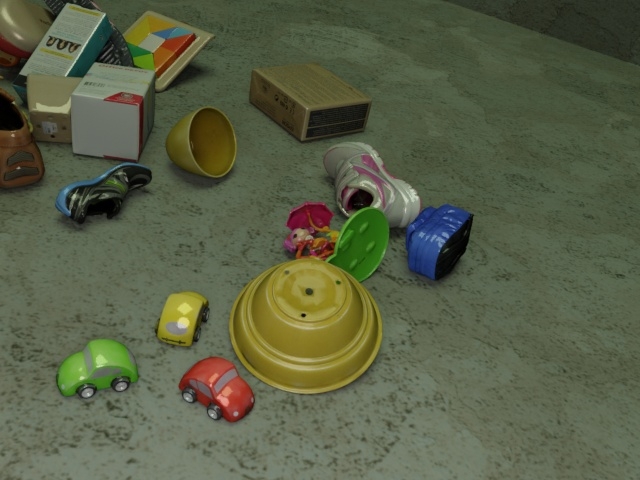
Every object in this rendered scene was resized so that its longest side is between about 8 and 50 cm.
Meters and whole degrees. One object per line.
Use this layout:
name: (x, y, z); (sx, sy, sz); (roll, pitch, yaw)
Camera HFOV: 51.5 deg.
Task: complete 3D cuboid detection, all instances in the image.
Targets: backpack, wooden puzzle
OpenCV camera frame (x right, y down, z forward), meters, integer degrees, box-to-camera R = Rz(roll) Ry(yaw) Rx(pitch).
backpack: (0.194, 0.007, 1.140); (0.101, 0.098, 0.120); (19, 47, 28)
wooden puzzle: (-0.414, -0.481, 1.647); (0.221, 0.044, 0.238); (26, 61, 21)

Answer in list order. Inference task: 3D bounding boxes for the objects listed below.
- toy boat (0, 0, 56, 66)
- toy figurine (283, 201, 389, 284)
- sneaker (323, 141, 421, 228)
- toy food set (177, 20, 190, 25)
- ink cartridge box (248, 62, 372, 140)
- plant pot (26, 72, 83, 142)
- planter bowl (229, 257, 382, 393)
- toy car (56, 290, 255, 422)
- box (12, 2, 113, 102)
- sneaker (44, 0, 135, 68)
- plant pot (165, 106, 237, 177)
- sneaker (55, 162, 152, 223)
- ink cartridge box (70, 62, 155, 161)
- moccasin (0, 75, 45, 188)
toy boat: (-0.691, -0.459, 1.534); (0.151, 0.151, 0.231); (56, 12, 1)
toy figurine: (0.000, 0.000, 1.109); (0.159, 0.130, 0.173); (23, 59, 40)
sneaker: (0.073, -0.106, 1.258); (0.111, 0.103, 0.252); (-14, 41, -33)
toy food set: (-0.409, -0.554, 1.794); (0.128, 0.071, 0.218); (20, 35, 13)
ink cartridge box: (-0.027, -0.333, 1.567); (0.193, 0.088, 0.235); (-14, 41, -34)
plant pot: (-0.523, -0.252, 1.311); (0.109, 0.109, 0.096); (2, 48, -12)
planter bowl: (-0.017, 0.091, 0.911); (0.217, 0.090, 0.217); (2, 51, -3)
toy car: (-0.221, 0.148, 0.856); (0.225, 0.053, 0.239); (-8, 39, -26)
box: (-0.554, -0.399, 1.442); (0.101, 0.060, 0.244); (17, 66, 8)
sneaker: (-0.528, -0.479, 1.585); (0.112, 0.131, 0.319); (-33, 82, -1)
plant pot: (-0.241, -0.184, 1.280); (0.095, 0.134, 0.134); (-3, 24, 34)
sneaker: (-0.363, -0.077, 1.144); (0.078, 0.067, 0.188); (44, 40, 8)
ink cartridge box: (-0.407, -0.259, 1.321); (0.128, 0.127, 0.176); (7, 35, -6)
moccasin: (-0.626, -0.241, 1.218); (0.139, 0.147, 0.380); (-15, 42, -32)
